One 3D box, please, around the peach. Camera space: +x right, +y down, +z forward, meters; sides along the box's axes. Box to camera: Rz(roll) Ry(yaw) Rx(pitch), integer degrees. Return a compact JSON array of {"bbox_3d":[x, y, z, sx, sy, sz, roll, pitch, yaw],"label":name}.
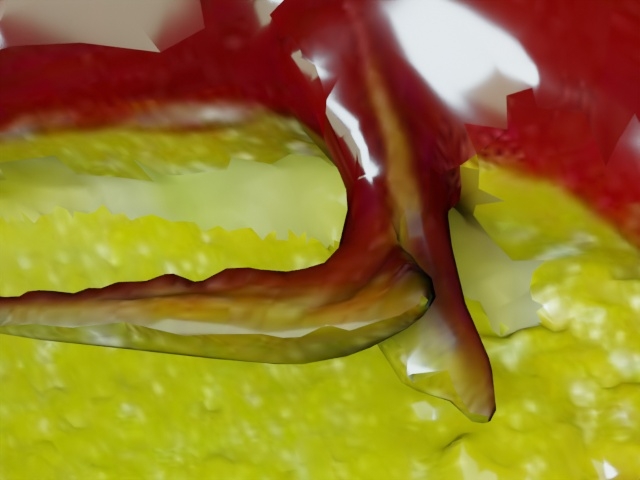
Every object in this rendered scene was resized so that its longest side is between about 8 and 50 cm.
[{"bbox_3d":[-0.007,-0.010,0.546,0.406,0.310,0.335,-10,131,33],"label":"peach"}]
